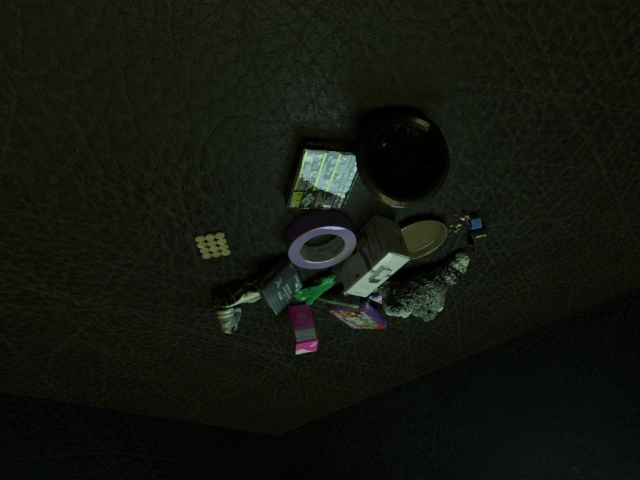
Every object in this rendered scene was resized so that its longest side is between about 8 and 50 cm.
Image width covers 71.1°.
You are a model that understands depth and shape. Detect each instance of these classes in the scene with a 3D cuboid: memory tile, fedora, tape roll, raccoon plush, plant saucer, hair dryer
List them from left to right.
[{"bbox_3d":[-0.415,0.019,1.727,0.113,0.012,0.148,-10,144,-6],"label":"memory tile"},{"bbox_3d":[0.000,0.000,1.782,0.274,0.090,0.275,-9,143,-7],"label":"tape roll"},{"bbox_3d":[0.250,0.198,2.045,0.223,0.080,0.293,-9,-168,31],"label":"hair dryer"},{"bbox_3d":[0.242,-0.247,1.426,0.333,0.335,0.152,-2,173,-17],"label":"fedora"},{"bbox_3d":[0.416,-0.008,1.958,0.277,0.041,0.278,-9,143,-7],"label":"plant saucer"},{"bbox_3d":[0.467,0.191,2.130,0.299,0.216,0.447,20,103,-44],"label":"raccoon plush"}]

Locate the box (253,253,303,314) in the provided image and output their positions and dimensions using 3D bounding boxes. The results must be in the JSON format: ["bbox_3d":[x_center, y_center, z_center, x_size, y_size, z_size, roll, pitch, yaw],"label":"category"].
[{"bbox_3d":[-0.174,0.193,1.924,0.183,0.059,0.233,-46,148,-20],"label":"box"}]

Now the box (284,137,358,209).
[{"bbox_3d":[0.008,-0.218,1.522,0.216,0.060,0.270,0,141,-18],"label":"box"}]

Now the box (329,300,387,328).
[{"bbox_3d":[0.201,0.393,2.336,0.200,0.057,0.293,-5,151,30],"label":"box"}]

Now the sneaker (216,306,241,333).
[{"bbox_3d":[-0.422,0.365,2.036,0.105,0.116,0.281,-6,172,0],"label":"sneaker"}]

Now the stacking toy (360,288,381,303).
[{"bbox_3d":[0.253,0.295,2.263,0.221,0.052,0.167,-30,134,29],"label":"stacking toy"}]

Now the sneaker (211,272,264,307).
[{"bbox_3d":[-0.339,0.245,1.974,0.282,0.110,0.122,-17,147,4],"label":"sneaker"}]

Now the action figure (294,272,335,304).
[{"bbox_3d":[-0.012,0.214,2.082,0.137,0.064,0.232,25,132,-39],"label":"action figure"}]

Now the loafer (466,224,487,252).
[{"bbox_3d":[0.700,-0.005,2.028,0.078,0.080,0.220,-8,152,9],"label":"loafer"}]

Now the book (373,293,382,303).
[{"bbox_3d":[0.344,0.300,2.348,0.096,0.035,0.144,-35,139,30],"label":"book"}]

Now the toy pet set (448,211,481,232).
[{"bbox_3d":[0.627,-0.065,1.935,0.114,0.065,0.122,-10,144,-6],"label":"toy pet set"}]

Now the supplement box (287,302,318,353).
[{"bbox_3d":[-0.090,0.430,2.207,0.113,0.220,0.111,-7,144,-11],"label":"supplement box"}]

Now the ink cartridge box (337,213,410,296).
[{"bbox_3d":[0.206,0.062,1.836,0.121,0.211,0.289,16,133,-32],"label":"ink cartridge box"}]

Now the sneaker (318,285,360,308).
[{"bbox_3d":[0.089,0.254,2.173,0.221,0.118,0.083,10,167,13],"label":"sneaker"}]
